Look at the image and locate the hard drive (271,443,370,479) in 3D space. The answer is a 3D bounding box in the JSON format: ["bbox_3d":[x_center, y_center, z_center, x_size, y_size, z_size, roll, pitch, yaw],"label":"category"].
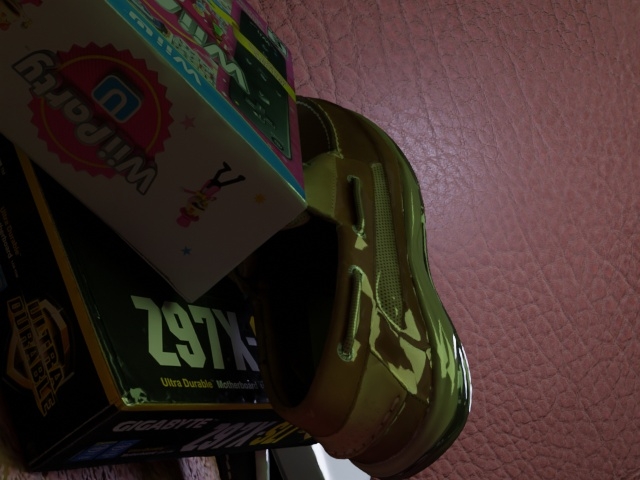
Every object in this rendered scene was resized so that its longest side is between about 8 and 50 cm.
[{"bbox_3d":[0.001,0.229,1.045,0.353,0.047,0.233,-38,107,-81],"label":"hard drive"}]

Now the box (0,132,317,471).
[{"bbox_3d":[-0.100,0.020,0.577,0.322,0.079,0.257,22,38,-60],"label":"box"}]

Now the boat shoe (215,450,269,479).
[{"bbox_3d":[-0.112,0.105,0.738,0.302,0.091,0.114,-112,-159,-44],"label":"boat shoe"}]

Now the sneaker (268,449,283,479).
[{"bbox_3d":[-0.051,0.243,1.071,0.222,0.083,0.118,63,-1,37],"label":"sneaker"}]

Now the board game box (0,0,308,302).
[{"bbox_3d":[-0.118,-0.132,0.535,0.224,0.097,0.303,45,19,-23],"label":"board game box"}]

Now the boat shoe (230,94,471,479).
[{"bbox_3d":[0.000,0.000,0.554,0.120,0.122,0.324,26,31,-35],"label":"boat shoe"}]
